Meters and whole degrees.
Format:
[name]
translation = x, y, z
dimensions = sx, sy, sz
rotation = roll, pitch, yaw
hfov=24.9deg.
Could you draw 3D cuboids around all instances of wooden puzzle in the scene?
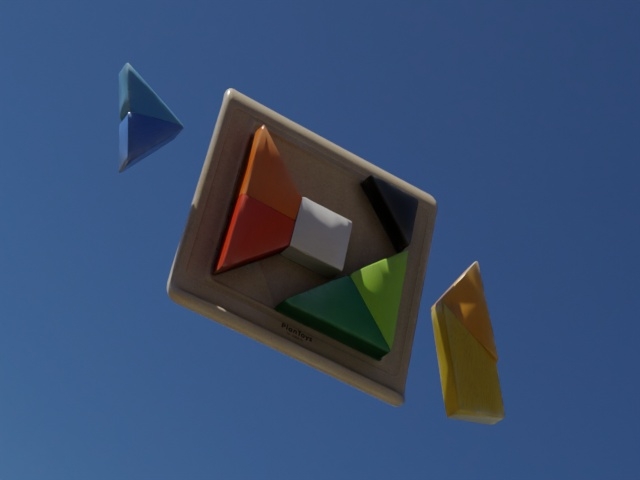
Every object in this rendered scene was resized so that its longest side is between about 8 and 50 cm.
[wooden puzzle]
translation = 0.000, 0.000, 0.367
dimensions = 0.116, 0.078, 0.014
rotation = 21, -39, -23
